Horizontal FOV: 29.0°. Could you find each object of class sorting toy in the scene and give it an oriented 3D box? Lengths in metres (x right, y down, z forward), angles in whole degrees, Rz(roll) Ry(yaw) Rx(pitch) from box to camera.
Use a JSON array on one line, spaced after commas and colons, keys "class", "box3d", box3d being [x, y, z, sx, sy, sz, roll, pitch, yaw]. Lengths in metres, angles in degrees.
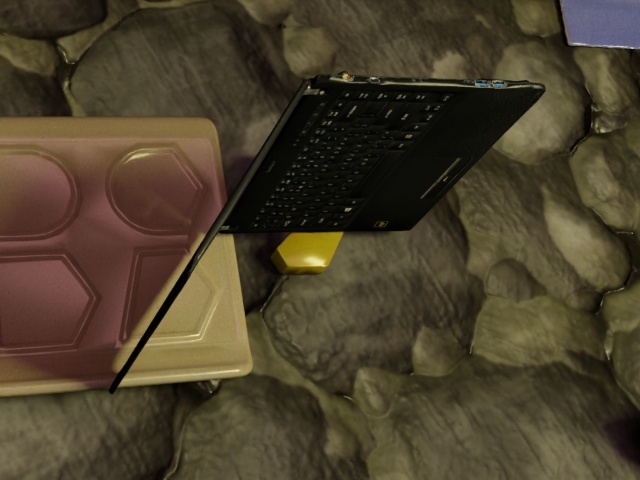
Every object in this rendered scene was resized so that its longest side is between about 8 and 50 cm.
[{"class": "sorting toy", "box3d": [-0.125, 0.005, 0.959, 0.307, 0.041, 0.229, -2, 67, -22]}]

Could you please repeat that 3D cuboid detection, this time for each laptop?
[{"class": "laptop", "box3d": [0.000, 0.000, 0.848, 0.264, 0.234, 0.136, -1, 67, -22]}]

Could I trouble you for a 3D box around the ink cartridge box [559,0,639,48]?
[{"class": "ink cartridge box", "box3d": [0.366, -0.332, 1.237, 0.303, 0.072, 0.307, 0, 62, -14]}]
